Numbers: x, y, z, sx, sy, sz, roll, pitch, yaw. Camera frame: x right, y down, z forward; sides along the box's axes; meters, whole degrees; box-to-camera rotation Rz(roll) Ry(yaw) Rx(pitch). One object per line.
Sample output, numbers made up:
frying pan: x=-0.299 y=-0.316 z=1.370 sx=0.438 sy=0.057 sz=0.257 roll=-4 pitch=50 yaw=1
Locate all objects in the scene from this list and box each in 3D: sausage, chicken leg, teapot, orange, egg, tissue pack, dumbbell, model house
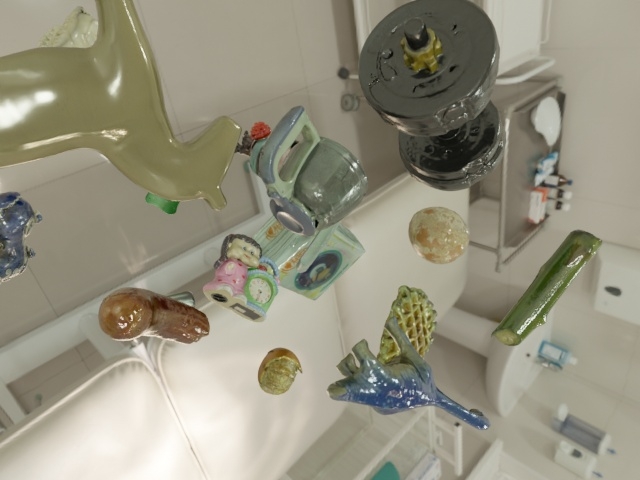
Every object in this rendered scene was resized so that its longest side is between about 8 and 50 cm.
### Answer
sausage: x=-0.282 y=0.129 z=0.781 sx=0.076 sy=0.103 sz=0.302 roll=-64 pitch=166 yaw=-9
chicken leg: x=-0.222 y=-0.372 z=1.760 sx=0.234 sy=0.063 sz=0.105 roll=-10 pitch=125 yaw=-21
teapot: x=-0.010 y=-0.067 z=0.556 sx=0.108 sy=0.111 sz=0.149 roll=-54 pitch=166 yaw=-26
orange: x=-0.129 y=0.424 z=1.489 sx=0.134 sy=0.156 sz=0.156 roll=19 pitch=92 yaw=-24
egg: x=0.393 y=-0.021 z=1.548 sx=0.195 sy=0.233 sz=0.194 roll=-6 pitch=107 yaw=-20
tissue pack: x=-0.046 y=0.038 z=1.610 sx=0.287 sy=0.162 sz=0.388 roll=-45 pitch=146 yaw=8
dumbbell: x=0.185 y=-0.204 z=0.711 sx=0.185 sy=0.185 sz=0.388 roll=-66 pitch=153 yaw=-3
model house: x=-0.505 y=-0.176 z=1.487 sx=0.117 sy=0.088 sz=0.166 roll=32 pitch=73 yaw=-44

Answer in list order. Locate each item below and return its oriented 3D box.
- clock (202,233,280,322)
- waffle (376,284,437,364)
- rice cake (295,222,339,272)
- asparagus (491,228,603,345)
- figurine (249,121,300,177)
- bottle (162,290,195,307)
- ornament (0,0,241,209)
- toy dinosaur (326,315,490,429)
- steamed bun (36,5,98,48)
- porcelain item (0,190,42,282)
clock: x=-0.195 y=0.094 z=1.212 sx=0.194 sy=0.100 sz=0.195 roll=35 pitch=49 yaw=-27
waffle: x=0.199 y=0.214 z=1.051 sx=0.208 sy=0.054 sz=0.214 roll=32 pitch=76 yaw=-44
rice cake: x=0.001 y=-0.001 z=1.357 sx=0.221 sy=0.042 sz=0.080 roll=-56 pitch=174 yaw=-25
asparagus: x=0.443 y=0.096 z=0.903 sx=0.277 sy=0.067 sz=0.060 roll=-54 pitch=147 yaw=1
figurine: x=-0.055 y=-0.203 z=1.132 sx=0.246 sy=0.110 sz=0.137 roll=11 pitch=110 yaw=-4
bottle: x=-0.530 y=0.214 z=1.458 sx=0.254 sy=0.096 sz=0.079 roll=-11 pitch=130 yaw=-39
ornament: x=-0.188 y=-0.121 z=0.378 sx=0.230 sy=0.061 sz=0.244 roll=-18 pitch=111 yaw=-19
toy dinosaur: x=0.105 y=0.185 z=0.521 sx=0.075 sy=0.188 sz=0.248 roll=-50 pitch=162 yaw=18
steamed bun: x=-0.743 y=-0.496 z=1.416 sx=0.394 sy=0.346 sz=0.237 roll=-33 pitch=141 yaw=23
porcelain item: x=-0.920 y=0.004 z=1.318 sx=0.138 sy=0.186 sz=0.288 roll=23 pitch=117 yaw=-8
